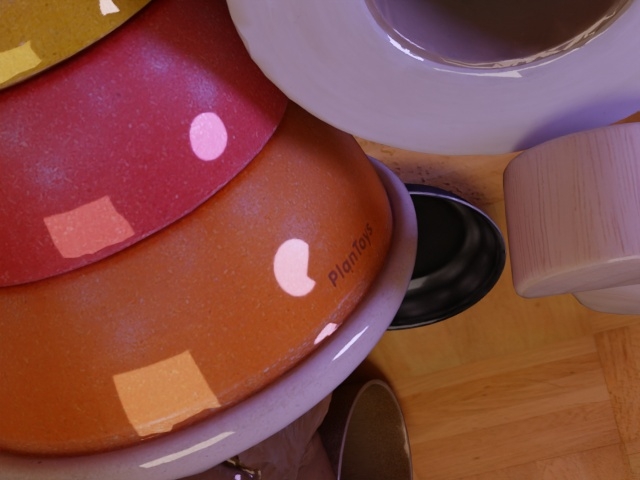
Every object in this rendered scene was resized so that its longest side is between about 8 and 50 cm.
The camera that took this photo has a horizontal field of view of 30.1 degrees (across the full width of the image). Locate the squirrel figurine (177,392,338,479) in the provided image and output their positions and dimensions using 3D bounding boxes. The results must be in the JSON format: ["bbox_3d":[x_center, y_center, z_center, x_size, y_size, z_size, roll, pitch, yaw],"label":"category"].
[{"bbox_3d":[-0.172,0.183,1.086,0.281,0.370,0.397,-5,106,-45],"label":"squirrel figurine"}]

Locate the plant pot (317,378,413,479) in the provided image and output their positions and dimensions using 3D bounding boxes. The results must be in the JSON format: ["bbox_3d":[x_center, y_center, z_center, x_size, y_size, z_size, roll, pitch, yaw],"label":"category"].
[{"bbox_3d":[-0.055,0.266,1.265,0.254,0.237,0.237,-3,144,22],"label":"plant pot"}]

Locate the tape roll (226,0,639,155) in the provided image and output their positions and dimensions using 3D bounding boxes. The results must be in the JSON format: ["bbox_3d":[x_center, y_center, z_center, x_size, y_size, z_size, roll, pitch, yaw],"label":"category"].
[{"bbox_3d":[0.090,-0.173,0.614,0.286,0.100,0.286,-3,140,-2],"label":"tape roll"}]

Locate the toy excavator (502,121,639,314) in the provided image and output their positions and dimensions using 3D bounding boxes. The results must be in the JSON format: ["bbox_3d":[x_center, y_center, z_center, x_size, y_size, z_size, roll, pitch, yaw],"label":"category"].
[{"bbox_3d":[0.322,0.037,0.846,0.445,0.222,0.433,-3,163,-5],"label":"toy excavator"}]

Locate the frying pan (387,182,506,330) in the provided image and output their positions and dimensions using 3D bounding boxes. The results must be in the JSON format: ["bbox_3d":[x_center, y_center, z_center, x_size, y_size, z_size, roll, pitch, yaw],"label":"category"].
[{"bbox_3d":[0.004,0.019,1.077,0.326,0.053,0.197,-4,140,1],"label":"frying pan"}]

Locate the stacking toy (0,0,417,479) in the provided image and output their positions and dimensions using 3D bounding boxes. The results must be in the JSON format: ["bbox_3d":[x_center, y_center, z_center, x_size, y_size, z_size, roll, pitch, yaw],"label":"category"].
[{"bbox_3d":[-0.165,-0.123,0.706,0.350,0.350,0.480,-15,121,11],"label":"stacking toy"}]
